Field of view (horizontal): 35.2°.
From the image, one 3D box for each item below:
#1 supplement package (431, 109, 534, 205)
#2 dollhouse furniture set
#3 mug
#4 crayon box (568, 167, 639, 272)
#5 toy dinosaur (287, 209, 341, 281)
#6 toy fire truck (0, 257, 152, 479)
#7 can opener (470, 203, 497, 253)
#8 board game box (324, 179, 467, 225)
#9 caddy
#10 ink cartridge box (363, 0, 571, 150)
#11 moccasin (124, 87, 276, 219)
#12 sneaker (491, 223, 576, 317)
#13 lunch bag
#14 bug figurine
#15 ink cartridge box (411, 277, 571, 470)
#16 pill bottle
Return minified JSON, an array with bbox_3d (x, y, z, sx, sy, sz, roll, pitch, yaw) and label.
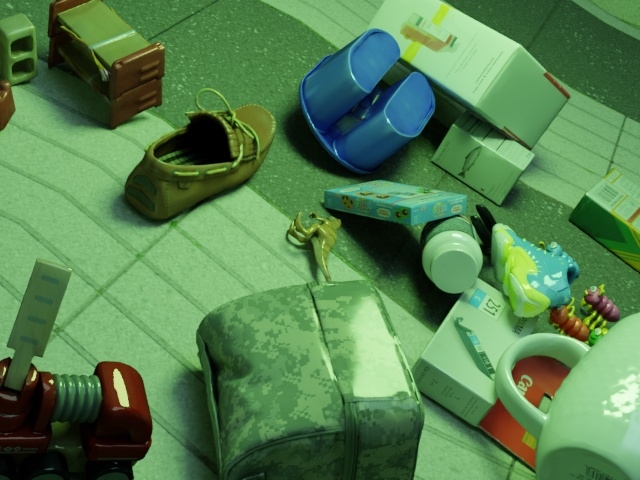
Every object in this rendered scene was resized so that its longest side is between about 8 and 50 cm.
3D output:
[{"bbox_3d":[0.350,-0.179,2.176,0.179,0.105,0.105,34,35,8],"label":"supplement package"},{"bbox_3d":[-0.474,-0.276,1.733,0.374,0.152,0.201,-31,65,-32],"label":"dollhouse furniture set"},{"bbox_3d":[0.440,0.272,1.542,0.374,0.276,0.328,34,42,23],"label":"mug"},{"bbox_3d":[0.733,-0.011,2.248,0.323,0.083,0.203,39,36,15],"label":"crayon box"},{"bbox_3d":[0.000,0.000,1.748,0.112,0.064,0.211,24,35,-8],"label":"toy dinosaur"},{"bbox_3d":[-0.298,0.164,1.176,0.217,0.246,0.158,6,41,-28],"label":"toy fire truck"},{"bbox_3d":[0.323,-0.011,1.931,0.073,0.059,0.186,7,-18,28],"label":"can opener"},{"bbox_3d":[0.137,-0.073,1.863,0.211,0.039,0.160,15,20,43],"label":"board game box"},{"bbox_3d":[0.086,-0.280,2.066,0.241,0.179,0.341,50,34,-9],"label":"caddy"},{"bbox_3d":[0.322,-0.392,2.244,0.279,0.160,0.385,24,15,-50],"label":"ink cartridge box"},{"bbox_3d":[-0.192,-0.169,1.753,0.139,0.147,0.380,40,36,16],"label":"moccasin"},{"bbox_3d":[0.381,0.051,1.799,0.126,0.091,0.240,-4,38,-2],"label":"sneaker"},{"bbox_3d":[-0.027,0.206,1.346,0.256,0.212,0.305,-2,40,-12],"label":"lunch bag"},{"bbox_3d":[0.484,0.124,1.868,0.216,0.072,0.279,40,31,-19],"label":"bug figurine"},{"bbox_3d":[0.311,0.214,1.692,0.261,0.066,0.296,34,35,8],"label":"ink cartridge box"},{"bbox_3d":[0.233,0.025,1.799,0.108,0.108,0.180,26,18,-4],"label":"pill bottle"}]
